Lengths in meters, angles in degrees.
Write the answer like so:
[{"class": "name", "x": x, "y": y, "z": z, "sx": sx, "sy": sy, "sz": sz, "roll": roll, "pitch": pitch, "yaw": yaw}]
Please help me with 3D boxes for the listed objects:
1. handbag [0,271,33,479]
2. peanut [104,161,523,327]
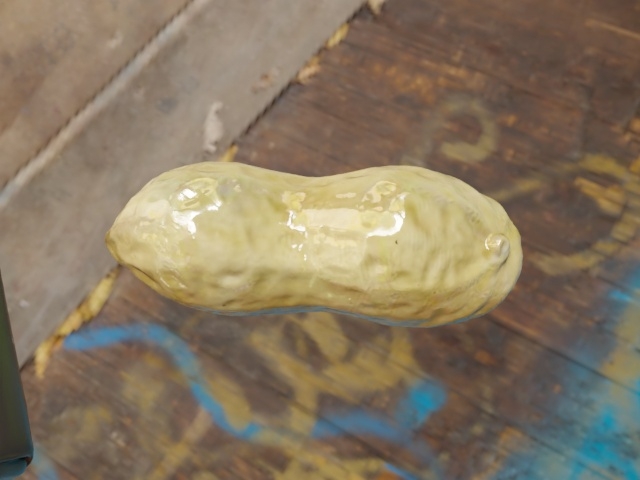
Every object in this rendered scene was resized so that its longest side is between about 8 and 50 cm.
[{"class": "handbag", "x": -0.371, "y": 0.083, "z": 1.041, "sx": 0.113, "sy": 0.257, "sz": 0.285, "roll": 16, "pitch": 57, "yaw": -67}, {"class": "peanut", "x": 0.000, "y": 0.000, "z": 0.796, "sx": 0.117, "sy": 0.263, "sz": 0.101, "roll": 105, "pitch": -14, "yaw": -58}]
